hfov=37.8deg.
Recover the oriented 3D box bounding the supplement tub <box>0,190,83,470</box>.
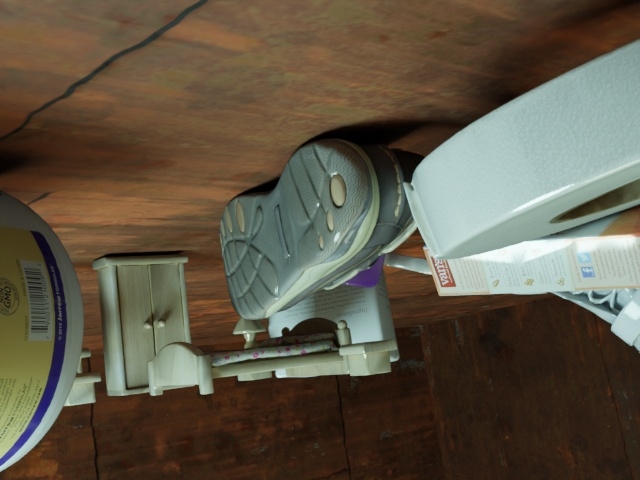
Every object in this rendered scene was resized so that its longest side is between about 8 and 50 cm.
[{"bbox_3d":[-0.345,0.058,0.613,0.241,0.241,0.331,-13,169,22],"label":"supplement tub"}]

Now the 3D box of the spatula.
[{"bbox_3d":[0.137,0.034,1.196,0.296,0.084,0.030,11,-179,-16],"label":"spatula"}]

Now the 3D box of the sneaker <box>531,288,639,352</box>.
[{"bbox_3d":[0.353,0.060,1.154,0.210,0.366,0.137,6,123,-29],"label":"sneaker"}]

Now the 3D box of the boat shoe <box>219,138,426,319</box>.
[{"bbox_3d":[0.000,0.000,0.930,0.130,0.132,0.355,-4,170,-25],"label":"boat shoe"}]

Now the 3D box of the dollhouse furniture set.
[{"bbox_3d":[-0.147,0.085,1.060,0.303,0.174,0.355,-3,173,-36],"label":"dollhouse furniture set"}]

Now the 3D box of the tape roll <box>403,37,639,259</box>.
[{"bbox_3d":[0.259,-0.081,0.703,0.392,0.072,0.392,-19,172,-3],"label":"tape roll"}]

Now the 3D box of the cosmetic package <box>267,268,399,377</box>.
[{"bbox_3d":[0.013,0.086,1.275,0.151,0.184,0.151,-11,170,10],"label":"cosmetic package"}]

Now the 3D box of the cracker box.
[{"bbox_3d":[0.244,-0.013,0.973,0.232,0.067,0.156,-6,-153,34],"label":"cracker box"}]
